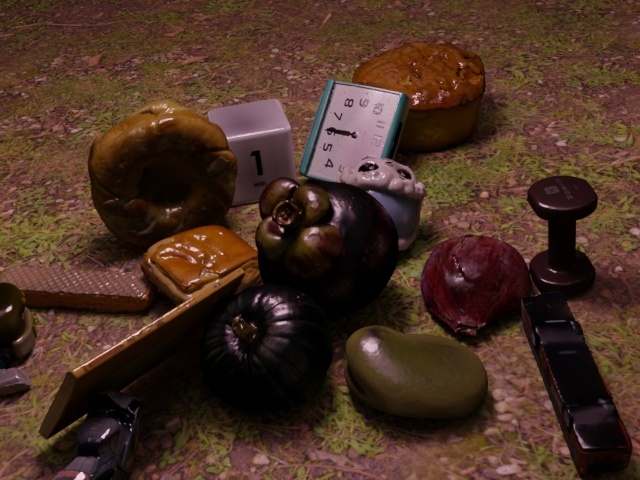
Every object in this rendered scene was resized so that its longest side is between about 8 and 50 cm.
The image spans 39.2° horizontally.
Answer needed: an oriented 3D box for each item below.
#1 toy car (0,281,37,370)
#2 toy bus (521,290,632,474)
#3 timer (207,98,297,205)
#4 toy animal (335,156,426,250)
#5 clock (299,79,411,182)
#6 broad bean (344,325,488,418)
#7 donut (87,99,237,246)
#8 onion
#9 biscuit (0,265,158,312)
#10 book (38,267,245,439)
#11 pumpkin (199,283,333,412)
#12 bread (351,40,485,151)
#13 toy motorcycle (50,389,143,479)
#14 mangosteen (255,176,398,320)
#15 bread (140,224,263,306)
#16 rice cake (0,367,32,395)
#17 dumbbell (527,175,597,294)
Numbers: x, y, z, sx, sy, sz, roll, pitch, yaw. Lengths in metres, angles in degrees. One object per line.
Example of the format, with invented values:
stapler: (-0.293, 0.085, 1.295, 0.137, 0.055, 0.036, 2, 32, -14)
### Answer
toy car: (-0.711, 0.152, 1.795, 0.248, 0.198, 0.204, -13, 33, -12)
toy bus: (0.439, 0.238, 1.574, 0.093, 0.092, 0.409, -7, 33, 2)
timer: (-0.173, -0.226, 2.285, 0.194, 0.195, 0.192, -12, 34, -7)
toy animal: (0.129, -0.080, 2.000, 0.208, 0.204, 0.156, 13, 10, -1)
clock: (0.094, -0.258, 2.285, 0.231, 0.262, 0.116, 14, -5, 25)
broad bean: (0.166, 0.234, 1.602, 0.263, 0.121, 0.189, 6, 39, 13)
donut: (-0.368, -0.143, 2.079, 0.360, 0.360, 0.170, -13, 35, -10)
onion: (0.310, 0.079, 1.816, 0.227, 0.120, 0.283, -3, 33, 14)
biscuit: (-0.540, 0.106, 1.967, 0.379, 0.054, 0.094, 3, 34, 13)
book: (-0.316, 0.201, 1.613, 0.032, 0.269, 0.389, 49, 48, 10)
pumpkin: (-0.105, 0.191, 1.636, 0.250, 0.216, 0.250, -13, 59, 22)
bread: (0.268, -0.402, 2.468, 0.398, 0.215, 0.398, -4, 35, 3)
toy motorcycle: (-0.357, 0.350, 1.462, 0.108, 0.173, 0.307, 1, 32, 9)
mangosteen: (-0.003, 0.007, 1.808, 0.313, 0.297, 0.297, 40, 37, -10)
bread: (-0.242, 0.053, 1.921, 0.235, 0.099, 0.210, -18, 41, -36)
rice cake: (-0.693, 0.290, 1.719, 0.270, 0.049, 0.055, -12, 56, -9)
dumbbell: (0.490, -0.010, 1.821, 0.124, 0.225, 0.140, -11, 32, -2)
